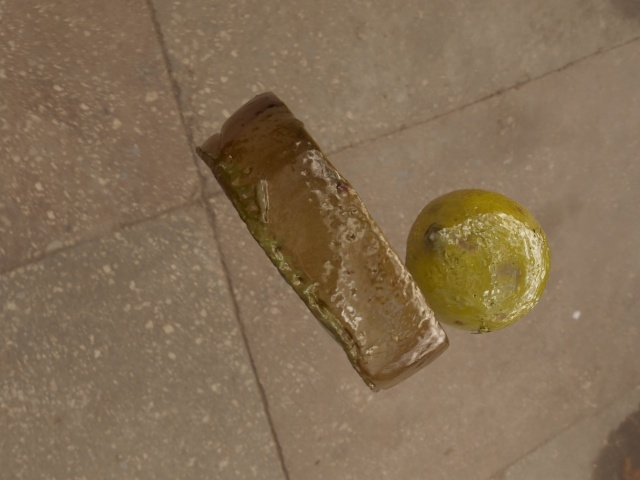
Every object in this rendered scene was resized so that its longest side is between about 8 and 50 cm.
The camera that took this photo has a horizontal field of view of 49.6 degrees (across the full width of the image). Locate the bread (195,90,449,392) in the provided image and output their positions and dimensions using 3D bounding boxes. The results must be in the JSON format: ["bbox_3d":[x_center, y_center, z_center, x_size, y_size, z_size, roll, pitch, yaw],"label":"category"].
[{"bbox_3d":[0.000,0.000,0.513,0.070,0.236,0.236,-36,122,0],"label":"bread"}]

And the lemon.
[{"bbox_3d":[0.274,0.035,1.235,0.310,0.258,0.258,26,90,-55],"label":"lemon"}]
